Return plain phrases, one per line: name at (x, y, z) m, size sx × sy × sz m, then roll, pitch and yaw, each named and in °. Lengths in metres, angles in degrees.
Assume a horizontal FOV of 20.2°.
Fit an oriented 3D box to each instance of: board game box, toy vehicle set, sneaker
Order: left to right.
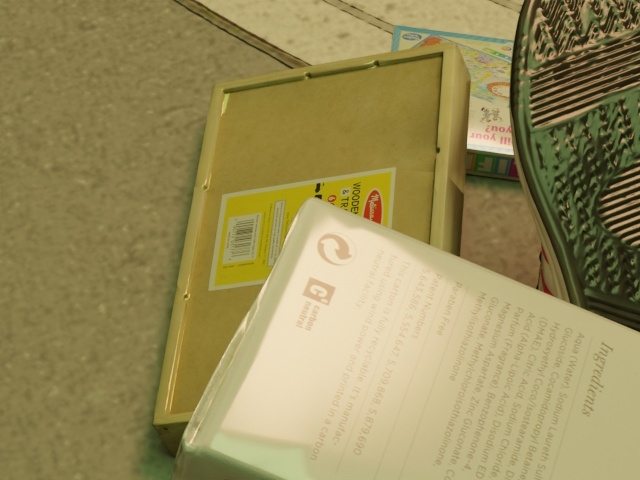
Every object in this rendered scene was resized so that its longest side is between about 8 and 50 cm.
toy vehicle set at (0.000, 0.000, 1.077) m, size 0.166 × 0.035 × 0.267 m, roll -7°, pitch 50°, yaw 18°
board game box at (0.118, -0.089, 1.195) m, size 0.154 × 0.026 × 0.103 m, roll 8°, pitch 52°, yaw 3°
sneaker at (0.160, 0.001, 1.030) m, size 0.123 × 0.178 × 0.296 m, roll -6°, pitch 78°, yaw -8°

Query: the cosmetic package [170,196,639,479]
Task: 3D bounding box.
cosmetic package at (0.124, 0.159, 0.854) m, size 0.385 × 0.217 × 0.156 m, roll 23°, pitch 54°, yaw 4°
